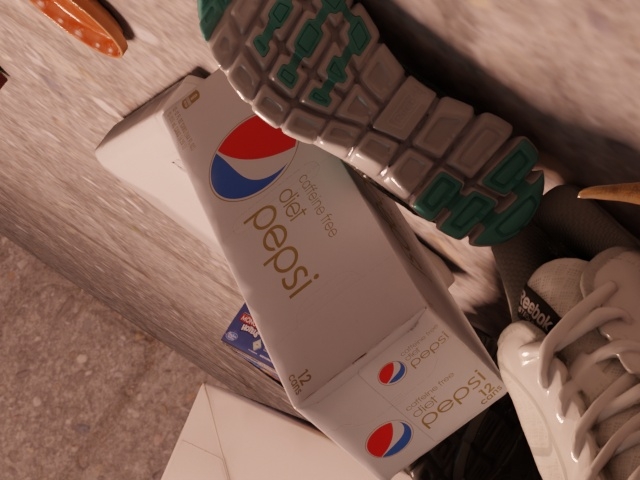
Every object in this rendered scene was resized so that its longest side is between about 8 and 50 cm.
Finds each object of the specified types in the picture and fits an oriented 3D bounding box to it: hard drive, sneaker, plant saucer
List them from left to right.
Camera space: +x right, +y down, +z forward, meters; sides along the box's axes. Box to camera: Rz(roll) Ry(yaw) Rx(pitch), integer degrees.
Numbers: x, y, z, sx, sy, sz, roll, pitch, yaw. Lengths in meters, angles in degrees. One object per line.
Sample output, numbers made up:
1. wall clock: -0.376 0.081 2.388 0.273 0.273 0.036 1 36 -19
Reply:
1. plant saucer: -0.149 -0.140 0.916 0.083 0.013 0.083 33 170 7
2. hard drive: -0.046 -0.022 1.047 0.203 0.040 0.307 37 170 -12
3. sneaker: 0.015 -0.057 0.641 0.166 0.065 0.076 41 178 -5
4. sneaker: 0.085 0.105 0.985 0.130 0.109 0.286 36 178 33
5. sneaker: 0.116 0.076 0.566 0.118 0.110 0.292 55 -168 -22

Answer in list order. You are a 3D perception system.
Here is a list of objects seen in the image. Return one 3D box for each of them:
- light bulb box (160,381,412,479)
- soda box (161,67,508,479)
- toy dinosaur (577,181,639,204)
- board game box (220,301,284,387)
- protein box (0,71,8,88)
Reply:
1. light bulb box: 0.060 0.343 1.619 0.358 0.225 0.361 20 173 39
2. soda box: 0.000 0.000 0.685 0.074 0.069 0.216 44 -169 -41
3. toy dinosaur: 0.157 -0.017 0.401 0.112 0.064 0.211 52 162 7
4. board game box: 0.023 0.155 1.587 0.194 0.060 0.194 24 167 43
5. protein box: -0.414 -0.170 1.292 0.201 0.136 0.200 30 168 28
